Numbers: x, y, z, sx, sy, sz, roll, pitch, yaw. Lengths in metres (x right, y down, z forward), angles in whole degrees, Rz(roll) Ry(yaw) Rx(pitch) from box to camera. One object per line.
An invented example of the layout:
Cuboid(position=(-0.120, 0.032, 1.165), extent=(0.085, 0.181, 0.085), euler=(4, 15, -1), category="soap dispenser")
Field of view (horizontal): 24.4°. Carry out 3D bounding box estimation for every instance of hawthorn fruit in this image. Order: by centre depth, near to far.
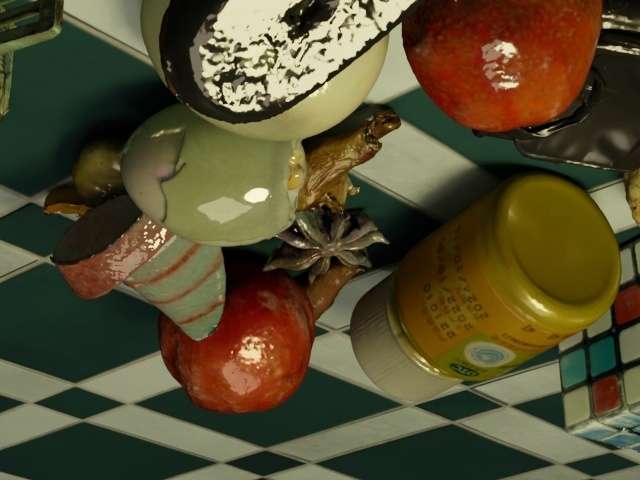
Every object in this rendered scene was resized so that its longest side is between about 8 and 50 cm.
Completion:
Cuboid(position=(0.188, -0.204, 1.504), extent=(0.205, 0.205, 0.253), euler=(-9, 145, 16), category="hawthorn fruit")
Cuboid(position=(-0.130, 0.113, 2.127), extent=(0.241, 0.242, 0.272), euler=(-5, 139, 8), category="hawthorn fruit")

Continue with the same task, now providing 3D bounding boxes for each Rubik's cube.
Cuboid(position=(0.524, 0.158, 2.192), extent=(0.259, 0.253, 0.256), euler=(15, 150, -32), category="Rubik's cube")

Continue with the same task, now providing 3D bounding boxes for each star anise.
Cuboid(position=(0.000, 0.000, 2.062), extent=(0.204, 0.061, 0.180), euler=(14, 138, -37), category="star anise")

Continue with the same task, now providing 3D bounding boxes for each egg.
Cuboid(position=(-0.065, -0.185, 1.567), extent=(0.264, 0.174, 0.286), euler=(26, 147, -36), category="egg")
Cuboid(position=(-0.131, -0.084, 1.763), extent=(0.217, 0.183, 0.183), euler=(7, 155, 8), category="egg")

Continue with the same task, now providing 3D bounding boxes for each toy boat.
Cuboid(position=(-0.198, 0.047, 1.926), extent=(0.206, 0.096, 0.282), euler=(-32, 135, 12), category="toy boat")

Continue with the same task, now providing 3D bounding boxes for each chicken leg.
Cuboid(position=(0.027, -0.096, 1.851), extent=(0.207, 0.085, 0.101), euler=(-32, 107, 36), category="chicken leg")

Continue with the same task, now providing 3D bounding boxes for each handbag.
Cuboid(position=(0.317, -0.179, 1.699), extent=(0.244, 0.088, 0.275), euler=(10, 153, -13), category="handbag")

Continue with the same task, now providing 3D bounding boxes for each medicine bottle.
Cuboid(position=(0.215, 0.078, 2.049), extent=(0.224, 0.224, 0.384), euler=(14, 150, -28), category="medicine bottle")

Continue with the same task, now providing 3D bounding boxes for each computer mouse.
Cuboid(position=(-0.014, -0.242, 1.369), extent=(0.323, 0.116, 0.183), euler=(-37, 135, 7), category="computer mouse")

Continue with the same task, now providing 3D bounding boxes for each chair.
Cuboid(position=(-0.358, -0.209, 1.547), extent=(0.270, 0.136, 0.147), euler=(-11, 153, 16), category="chair")

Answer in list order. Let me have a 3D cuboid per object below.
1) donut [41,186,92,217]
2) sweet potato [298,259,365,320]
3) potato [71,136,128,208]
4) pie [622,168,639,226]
Cuboid(position=(-0.326, -0.049, 1.984), extent=(0.083, 0.038, 0.067), euler=(-6, 156, 22), category="donut")
Cuboid(position=(-0.025, 0.100, 2.266), extent=(0.072, 0.066, 0.314), euler=(11, 149, -37), category="sweet potato")
Cuboid(position=(-0.263, -0.090, 1.863), extent=(0.091, 0.070, 0.138), euler=(17, 147, -20), category="potato")
Cuboid(position=(0.551, -0.082, 1.899), extent=(0.339, 0.083, 0.339), euler=(0, 156, 0), category="pie")
